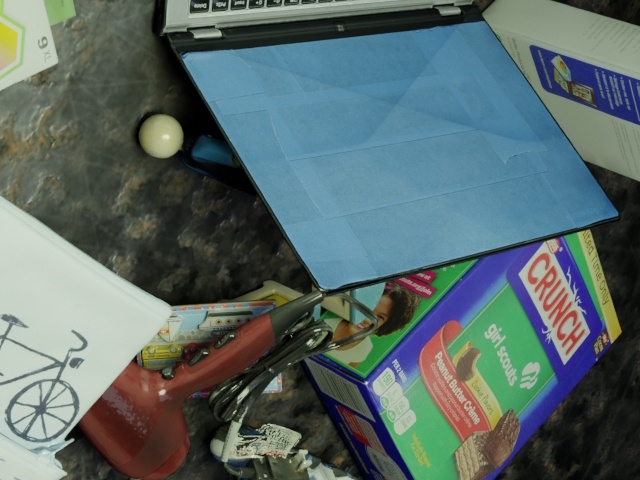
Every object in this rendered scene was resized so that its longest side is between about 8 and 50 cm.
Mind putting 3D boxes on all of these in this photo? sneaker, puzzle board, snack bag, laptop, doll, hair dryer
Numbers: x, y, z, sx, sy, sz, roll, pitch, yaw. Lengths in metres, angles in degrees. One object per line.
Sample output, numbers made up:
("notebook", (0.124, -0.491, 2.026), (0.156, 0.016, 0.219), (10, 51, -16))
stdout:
("sneaker", (-0.038, 0.240, 1.526), (0.211, 0.080, 0.081), (35, 81, -47))
("puzzle board", (-0.100, 0.100, 1.387), (0.128, 0.011, 0.096), (-4, 119, -2))
("snack bag", (-0.303, 0.115, 1.171), (0.342, 0.037, 0.323), (-48, 134, 2))
("laptop", (0.084, -0.214, 1.304), (0.382, 0.236, 0.408), (-13, 118, -42))
("doll", (-0.063, -0.060, 1.311), (0.189, 0.129, 0.046), (24, 86, -11))
("hair dryer", (-0.114, 0.114, 1.350), (0.293, 0.080, 0.223), (8, 115, -26))

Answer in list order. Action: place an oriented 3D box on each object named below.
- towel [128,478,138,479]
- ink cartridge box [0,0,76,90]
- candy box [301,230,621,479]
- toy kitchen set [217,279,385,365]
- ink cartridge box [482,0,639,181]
("towel", (-0.204, 0.380, 1.400), (0.284, 0.121, 0.235), (-30, 129, -32))
("ink cartridge box", (-0.255, -0.164, 1.119), (0.209, 0.062, 0.109), (-31, 129, -31))
("candy box", (0.155, 0.101, 1.619), (0.317, 0.122, 0.268), (-46, 135, -20))
("toy kitchen set", (0.000, 0.000, 1.412), (0.166, 0.122, 0.207), (-21, 123, -37))
("ink cartridge box", (0.306, -0.129, 1.496), (0.065, 0.333, 0.165), (-44, 136, -19))
